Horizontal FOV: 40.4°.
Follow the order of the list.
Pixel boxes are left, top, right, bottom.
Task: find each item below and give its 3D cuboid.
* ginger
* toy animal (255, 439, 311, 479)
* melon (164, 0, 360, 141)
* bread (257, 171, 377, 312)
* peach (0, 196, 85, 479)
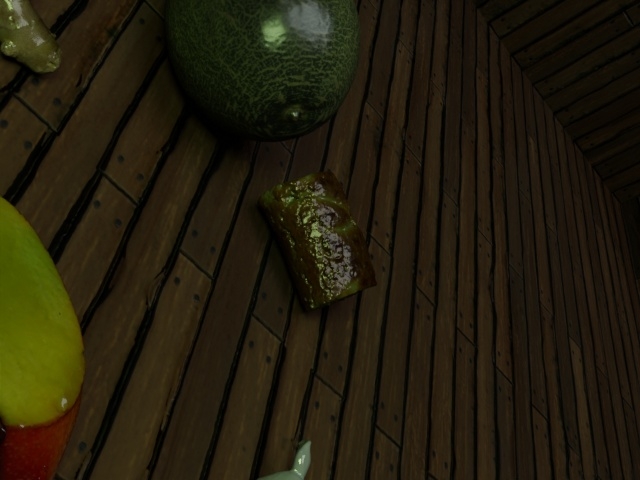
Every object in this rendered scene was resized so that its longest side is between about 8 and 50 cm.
[{"bbox_3d":[-0.344,-0.314,0.929,0.089,0.075,0.288,-18,85,-37],"label":"ginger"},{"bbox_3d":[-0.045,0.270,0.905,0.071,0.085,0.124,50,21,14],"label":"toy animal"},{"bbox_3d":[-0.079,-0.278,1.134,0.248,0.248,0.329,25,37,-46],"label":"melon"},{"bbox_3d":[0.000,0.000,1.165,0.132,0.103,0.172,-15,82,-53],"label":"bread"},{"bbox_3d":[-0.261,0.081,0.633,0.267,0.158,0.154,54,28,10],"label":"peach"}]
